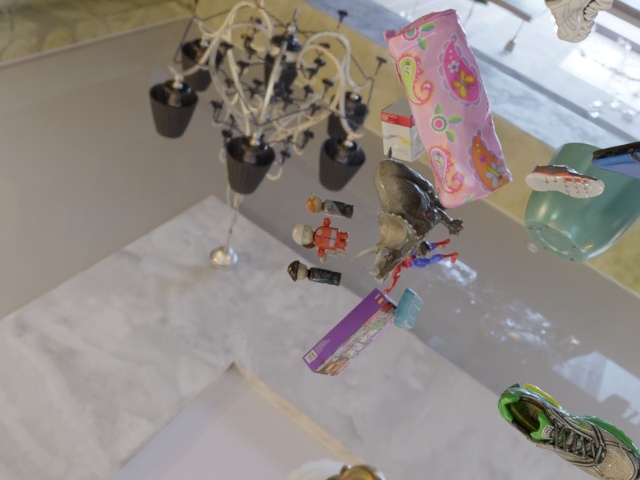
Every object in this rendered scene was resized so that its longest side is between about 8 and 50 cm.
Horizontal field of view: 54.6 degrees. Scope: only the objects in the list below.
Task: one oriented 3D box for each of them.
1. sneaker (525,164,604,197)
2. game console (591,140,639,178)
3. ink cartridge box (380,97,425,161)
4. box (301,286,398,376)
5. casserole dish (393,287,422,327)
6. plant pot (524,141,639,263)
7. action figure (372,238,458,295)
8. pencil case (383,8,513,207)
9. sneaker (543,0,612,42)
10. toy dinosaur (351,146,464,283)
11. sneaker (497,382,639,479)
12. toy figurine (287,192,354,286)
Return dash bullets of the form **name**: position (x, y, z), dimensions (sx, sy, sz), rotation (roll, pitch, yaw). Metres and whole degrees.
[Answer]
- **sneaker**: position (0.513, -0.136, 1.294), dimensions (0.157, 0.061, 0.065), rotation (15, -123, 33)
- **game console**: position (0.571, -0.169, 0.837), dimensions (0.292, 0.174, 0.250), rotation (10, 176, -18)
- **ink cartridge box**: position (0.303, -0.391, 2.194), dimensions (0.127, 0.176, 0.128), rotation (21, -135, 36)
- **box**: position (0.100, 0.271, 1.791), dimensions (0.057, 0.293, 0.201), rotation (48, -175, 25)
- **casserole dish**: position (0.255, 0.200, 1.776), dimensions (0.036, 0.114, 0.188), rotation (20, 173, 20)
- **plant pot**: position (0.704, -0.081, 1.694), dimensions (0.293, 0.293, 0.235), rotation (37, -99, 16)
- **action figure**: position (0.270, 0.082, 1.894), dimensions (0.280, 0.139, 0.092), rotation (-10, -124, -26)
- **pencil case**: position (0.189, -0.195, 0.923), dimensions (0.124, 0.124, 0.284), rotation (-33, -75, -45)
- **sneaker**: position (0.510, -0.486, 1.255), dimensions (0.118, 0.110, 0.292), rotation (9, 178, 10)
- **toy dinosaur**: position (0.147, -0.071, 1.058), dimensions (0.160, 0.121, 0.314), rotation (30, -132, -39)
- **sneaker**: position (0.567, 0.461, 1.444), dimensions (0.343, 0.134, 0.146), rotation (24, -169, 32)
- **toy figurine**: position (0.000, 0.000, 1.674), dimensions (0.148, 0.213, 0.210), rotation (10, -138, 4)
